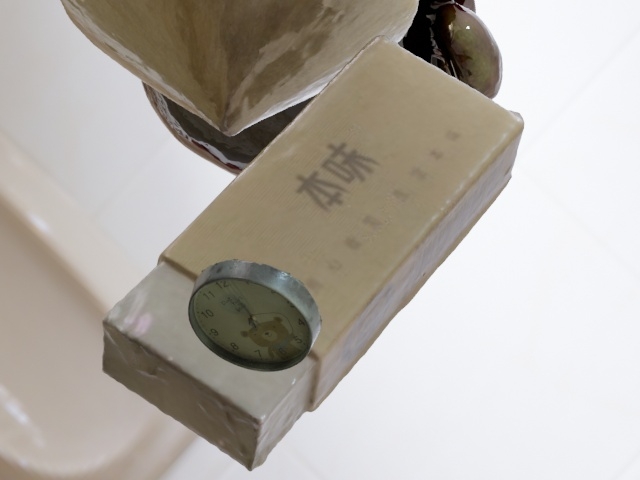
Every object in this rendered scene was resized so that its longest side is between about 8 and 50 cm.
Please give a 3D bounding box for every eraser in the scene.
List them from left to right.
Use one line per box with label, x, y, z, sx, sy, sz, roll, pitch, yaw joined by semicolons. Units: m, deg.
eraser;0.000;0.000;1.423;0.144;0.343;0.078;31;-35;15

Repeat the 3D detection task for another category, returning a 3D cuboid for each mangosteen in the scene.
mangosteen;0.002;-0.250;2.178;0.435;0.382;0.382;-2;20;-16

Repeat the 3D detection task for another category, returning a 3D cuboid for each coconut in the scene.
coconut;-0.069;-0.234;1.650;0.329;0.329;0.329;43;4;-4

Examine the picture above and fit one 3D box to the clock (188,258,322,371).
clock;-0.042;0.047;1.232;0.085;0.085;0.017;42;42;-19
